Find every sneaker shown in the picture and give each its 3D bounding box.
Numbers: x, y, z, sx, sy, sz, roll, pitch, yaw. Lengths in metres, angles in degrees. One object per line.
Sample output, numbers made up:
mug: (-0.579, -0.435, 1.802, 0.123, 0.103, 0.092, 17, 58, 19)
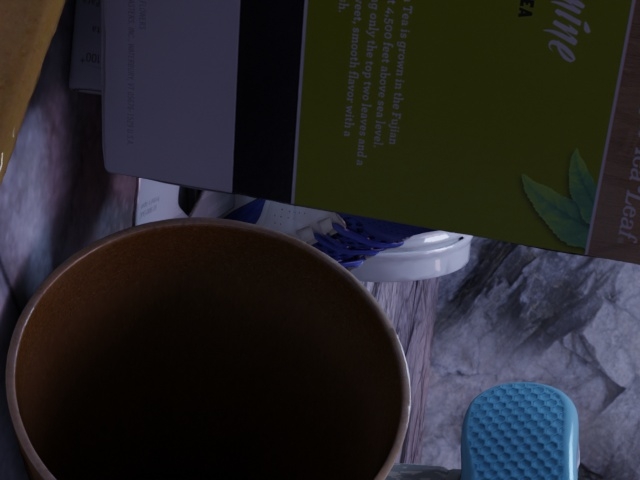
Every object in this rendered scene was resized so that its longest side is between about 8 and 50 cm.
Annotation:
sneaker: (-0.001, 0.000, 1.214, 0.315, 0.127, 0.182, 10, -97, 58)
sneaker: (0.168, 0.291, 1.226, 0.319, 0.127, 0.208, -67, 153, -51)

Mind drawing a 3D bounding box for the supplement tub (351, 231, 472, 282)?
supplement tub: (0.057, -0.136, 1.447, 0.228, 0.228, 0.316, -52, 145, -70)

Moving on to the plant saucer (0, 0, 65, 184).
plant saucer: (-0.208, -0.085, 0.450, 0.333, 0.081, 0.333, 64, 32, -53)

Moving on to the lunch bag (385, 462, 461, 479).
lunch bag: (-0.006, 0.288, 1.274, 0.287, 0.235, 0.169, -73, 160, -47)

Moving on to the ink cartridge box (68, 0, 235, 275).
ink cartridge box: (-0.107, -0.122, 1.068, 0.275, 0.060, 0.239, -43, 143, -74)

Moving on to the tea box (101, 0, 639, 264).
tea box: (0.071, -0.176, 0.914, 0.329, 0.323, 0.220, -66, 164, -58)

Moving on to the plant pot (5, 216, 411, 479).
plant pot: (-0.083, 0.157, 0.963, 0.254, 0.237, 0.237, 104, 1, -49)
